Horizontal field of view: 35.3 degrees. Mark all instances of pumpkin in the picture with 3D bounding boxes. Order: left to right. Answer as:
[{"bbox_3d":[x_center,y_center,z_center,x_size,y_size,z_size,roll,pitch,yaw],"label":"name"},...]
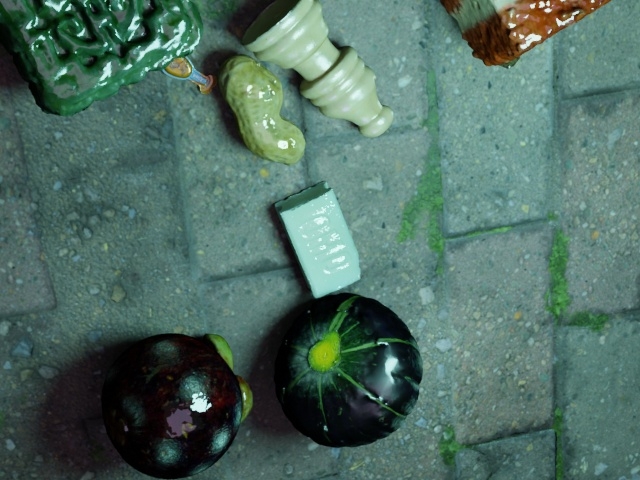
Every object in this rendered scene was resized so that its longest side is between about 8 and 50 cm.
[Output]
[{"bbox_3d":[0.066,0.264,1.949,0.296,0.296,0.295,-5,111,-12],"label":"pumpkin"}]

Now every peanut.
[{"bbox_3d":[-0.107,-0.229,1.802,0.098,0.103,0.229,-52,127,-42],"label":"peanut"}]

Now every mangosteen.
[{"bbox_3d":[-0.265,0.301,1.874,0.288,0.288,0.287,-5,111,-12],"label":"mangosteen"}]

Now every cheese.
[{"bbox_3d":[-0.236,-0.299,1.785,0.111,0.017,0.047,29,104,-22],"label":"cheese"}]

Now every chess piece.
[{"bbox_3d":[0.014,-0.295,1.805,0.307,0.124,0.138,45,63,-27],"label":"chess piece"}]

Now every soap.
[{"bbox_3d":[0.000,0.000,1.932,0.115,0.063,0.198,-25,115,-5],"label":"soap"}]

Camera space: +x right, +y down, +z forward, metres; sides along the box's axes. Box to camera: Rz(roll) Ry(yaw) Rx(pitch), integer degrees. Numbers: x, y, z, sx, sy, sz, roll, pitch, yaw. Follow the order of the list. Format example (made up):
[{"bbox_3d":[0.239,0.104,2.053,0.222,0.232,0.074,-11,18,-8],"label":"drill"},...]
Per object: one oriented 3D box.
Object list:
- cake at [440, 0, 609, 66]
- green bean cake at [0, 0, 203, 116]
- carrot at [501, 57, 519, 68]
[{"bbox_3d":[0.335,-0.494,1.693,0.269,0.270,0.319,-32,95,-3],"label":"cake"},{"bbox_3d":[-0.377,-0.386,1.613,0.300,0.169,0.307,-33,109,-14],"label":"green bean cake"},{"bbox_3d":[0.362,-0.412,1.870,0.060,0.060,0.186,12,100,-18],"label":"carrot"}]
